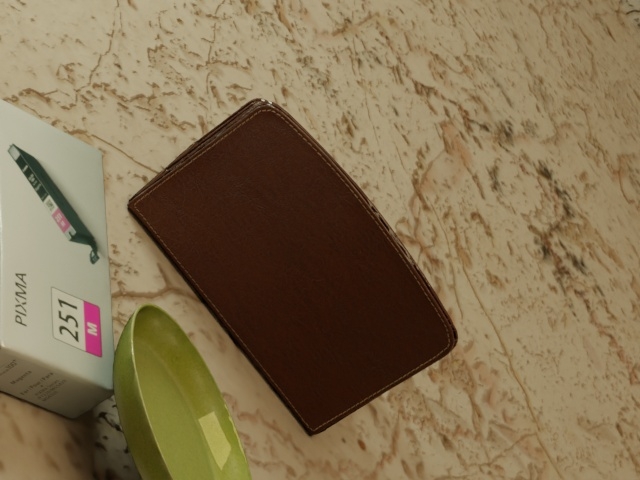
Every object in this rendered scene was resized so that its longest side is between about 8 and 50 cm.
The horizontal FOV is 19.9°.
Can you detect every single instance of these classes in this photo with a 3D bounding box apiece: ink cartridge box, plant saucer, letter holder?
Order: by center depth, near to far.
[{"bbox_3d":[-0.289,-0.007,1.574,0.239,0.060,0.275,28,40,-39],"label":"ink cartridge box"},{"bbox_3d":[-0.122,0.172,1.592,0.241,0.037,0.241,-24,90,-80],"label":"plant saucer"},{"bbox_3d":[0.000,0.000,1.813,0.302,0.214,0.152,52,31,-7],"label":"letter holder"}]
